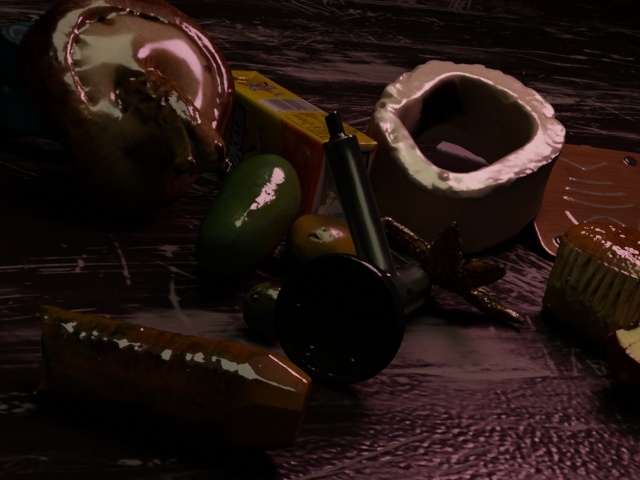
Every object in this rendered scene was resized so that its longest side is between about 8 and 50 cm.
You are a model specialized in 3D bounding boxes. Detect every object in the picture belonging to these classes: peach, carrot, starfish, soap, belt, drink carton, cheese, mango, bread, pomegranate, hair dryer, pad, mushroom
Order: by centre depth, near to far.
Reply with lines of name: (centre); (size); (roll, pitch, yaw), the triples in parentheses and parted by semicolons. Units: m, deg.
carrot: (-0.161, 0.144, 1.424); (0.301, 0.114, 0.114); (12, 20, 9)
pomegranate: (-0.053, 0.085, 1.699); (0.084, 0.073, 0.073); (9, 20, -24)
hair dryer: (0.021, 0.006, 1.730); (0.284, 0.155, 0.320); (55, 20, -3)
peach: (0.434, 0.154, 1.735); (0.151, 0.118, 0.151); (33, 25, -17)
mango: (-0.097, -0.025, 1.859); (0.114, 0.156, 0.251); (34, 30, -9)
starfish: (0.181, 0.043, 1.875); (0.240, 0.043, 0.227); (36, -18, -4)
bread: (0.442, 0.074, 1.913); (0.227, 0.142, 0.253); (3, 19, -42)
mango: (0.000, 0.000, 1.958); (0.103, 0.076, 0.161); (8, 12, -7)
mushroom: (-0.255, -0.211, 1.986); (0.345, 0.345, 0.259); (-4, -13, -37)
cheese: (0.210, -0.133, 2.181); (0.292, 0.153, 0.332); (36, 46, 22)
drink carton: (-0.066, -0.146, 2.189); (0.111, 0.155, 0.351); (-3, 25, -37)
pad: (0.466, -0.060, 2.303); (0.286, 0.018, 0.284); (5, 46, -17)
belt: (-0.354, -0.259, 2.304); (0.300, 0.173, 0.436); (23, 22, 27)
soap: (0.341, -0.118, 2.449); (0.259, 0.081, 0.181); (19, 24, 15)
